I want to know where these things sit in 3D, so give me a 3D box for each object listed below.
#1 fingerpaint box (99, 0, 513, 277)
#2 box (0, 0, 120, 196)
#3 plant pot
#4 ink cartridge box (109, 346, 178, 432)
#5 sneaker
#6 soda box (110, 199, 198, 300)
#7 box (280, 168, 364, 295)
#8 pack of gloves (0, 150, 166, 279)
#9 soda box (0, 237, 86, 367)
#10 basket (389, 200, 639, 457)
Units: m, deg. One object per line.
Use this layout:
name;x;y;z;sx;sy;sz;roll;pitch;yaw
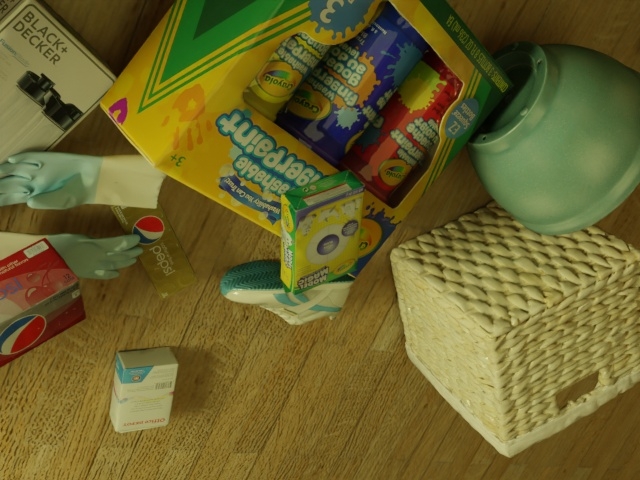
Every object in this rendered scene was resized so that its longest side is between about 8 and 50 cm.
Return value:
fingerpaint box;0.008;-0.190;1.140;0.371;0.163;0.444;-50;142;7
box;-0.398;-0.152;1.008;0.290;0.087;0.169;-43;143;0
plant pot;0.333;-0.180;1.323;0.196;0.293;0.293;27;103;-30
ink cartridge box;-0.278;0.234;1.365;0.088;0.052;0.123;-2;118;-29
sneaker;-0.054;0.088;1.383;0.228;0.087;0.092;2;119;-29
soda box;-0.239;-0.005;1.232;0.061;0.058;0.181;-29;130;-11
box;0.000;0.000;1.147;0.105;0.043;0.179;-22;141;-22
pack of gloves;-0.311;-0.017;1.095;0.232;0.046;0.195;-1;125;-36
soda box;-0.415;0.107;1.025;0.263;0.083;0.092;-31;153;-29
basket;0.337;0.118;1.482;0.328;0.331;0.267;-25;123;-15
